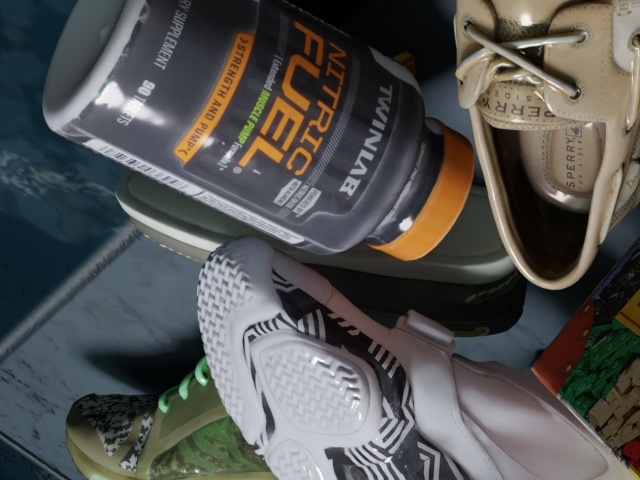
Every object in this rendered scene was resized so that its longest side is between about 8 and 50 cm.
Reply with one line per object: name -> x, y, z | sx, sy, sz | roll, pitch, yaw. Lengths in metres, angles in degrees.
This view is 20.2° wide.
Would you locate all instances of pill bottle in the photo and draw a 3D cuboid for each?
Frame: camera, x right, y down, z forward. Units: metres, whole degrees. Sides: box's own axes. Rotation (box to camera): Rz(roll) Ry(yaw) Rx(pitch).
pill bottle -> -0.029, -0.074, 1.062 | 0.246, 0.130, 0.130 | 25, 150, -24

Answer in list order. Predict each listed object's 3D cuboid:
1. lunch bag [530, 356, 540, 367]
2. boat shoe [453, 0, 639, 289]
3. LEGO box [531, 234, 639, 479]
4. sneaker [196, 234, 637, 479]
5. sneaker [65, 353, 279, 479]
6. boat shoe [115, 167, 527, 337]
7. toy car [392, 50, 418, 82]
lunch bag -> 0.218, 0.341, 1.361 | 0.239, 0.328, 0.385 | 16, 143, 21
boat shoe -> 0.136, -0.108, 1.017 | 0.121, 0.110, 0.341 | 11, 142, 26
LEGO box -> 0.402, 0.193, 0.988 | 0.500, 0.193, 0.372 | 39, -177, -14
sneaker -> 0.093, 0.112, 1.184 | 0.366, 0.210, 0.137 | 47, 142, 9
sneaker -> -0.055, 0.130, 1.496 | 0.410, 0.158, 0.182 | 2, 107, 37
boat shoe -> -0.002, 0.003, 1.268 | 0.305, 0.109, 0.091 | 10, 138, 20
toy car -> -0.001, -0.113, 1.157 | 0.040, 0.122, 0.060 | 90, 156, -48
